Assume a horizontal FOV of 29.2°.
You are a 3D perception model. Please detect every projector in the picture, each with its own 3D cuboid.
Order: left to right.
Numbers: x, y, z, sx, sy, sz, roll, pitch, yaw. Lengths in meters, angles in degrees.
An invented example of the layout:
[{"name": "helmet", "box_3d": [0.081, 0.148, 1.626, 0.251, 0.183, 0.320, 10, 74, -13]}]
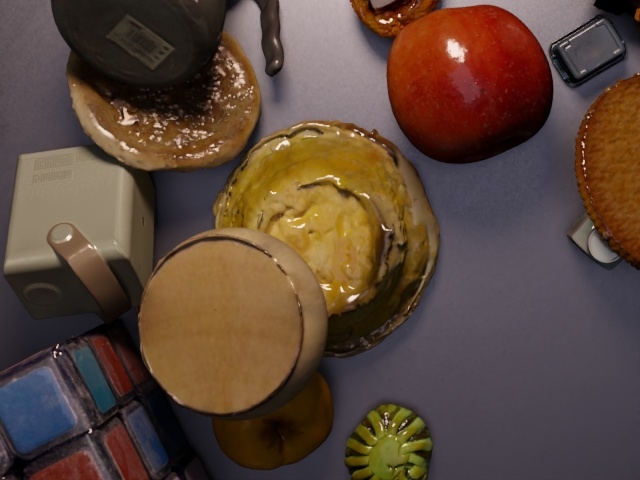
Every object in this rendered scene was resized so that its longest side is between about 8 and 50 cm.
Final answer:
[{"name": "projector", "box_3d": [-0.329, -0.006, 1.697, 0.177, 0.163, 0.242, -9, 55, 6]}]

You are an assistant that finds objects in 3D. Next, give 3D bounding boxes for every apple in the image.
[{"name": "apple", "box_3d": [0.199, -0.209, 1.651, 0.218, 0.218, 0.201, -14, 88, 6]}]

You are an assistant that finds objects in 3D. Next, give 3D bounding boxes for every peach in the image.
[{"name": "peach", "box_3d": [-0.068, 0.245, 1.741, 0.179, 0.103, 0.179, -8, 124, -13]}]

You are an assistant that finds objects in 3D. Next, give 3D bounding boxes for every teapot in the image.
[{"name": "teapot", "box_3d": [-0.179, -0.364, 1.655, 0.305, 0.223, 0.285, 14, 53, 0]}]

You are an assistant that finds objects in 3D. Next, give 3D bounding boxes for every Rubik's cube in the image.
[{"name": "Rubik's cube", "box_3d": [-0.376, 0.344, 1.674, 0.363, 0.362, 0.359, -25, 89, 5]}]

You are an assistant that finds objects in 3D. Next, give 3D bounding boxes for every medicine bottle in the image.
[{"name": "medicine bottle", "box_3d": [0.388, 0.001, 1.695, 0.074, 0.118, 0.055, 42, 96, 0]}]

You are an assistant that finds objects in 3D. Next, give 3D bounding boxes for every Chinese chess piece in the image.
[{"name": "Chinese chess piece", "box_3d": [-0.116, 0.110, 1.627, 0.257, 0.104, 0.257, 0, 90, 21]}]

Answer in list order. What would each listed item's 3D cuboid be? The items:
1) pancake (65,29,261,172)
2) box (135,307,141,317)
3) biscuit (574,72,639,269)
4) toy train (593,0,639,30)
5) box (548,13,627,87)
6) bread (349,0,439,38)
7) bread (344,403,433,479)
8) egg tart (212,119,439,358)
[{"name": "pancake", "box_3d": [-0.219, -0.214, 1.717, 0.282, 0.049, 0.282, 5, 67, -13]}, {"name": "box", "box_3d": [-0.191, 0.132, 1.764, 0.111, 0.111, 0.177, -26, 91, 6]}, {"name": "biscuit", "box_3d": [0.475, -0.086, 1.662, 0.305, 0.038, 0.305, 5, 72, -17]}, {"name": "toy train", "box_3d": [0.481, -0.443, 1.639, 0.232, 0.163, 0.369, 22, 96, 16]}, {"name": "box", "box_3d": [0.374, -0.266, 1.710, 0.099, 0.054, 0.074, -31, 89, 7]}, {"name": "bread", "box_3d": [0.103, -0.414, 1.712, 0.139, 0.095, 0.269, -5, 80, 3]}, {"name": "bread", "box_3d": [0.101, 0.310, 1.769, 0.130, 0.071, 0.139, 29, 96, 7]}, {"name": "egg tart", "box_3d": [0.000, 0.000, 1.727, 0.345, 0.132, 0.345, 0, 93, 7]}]
